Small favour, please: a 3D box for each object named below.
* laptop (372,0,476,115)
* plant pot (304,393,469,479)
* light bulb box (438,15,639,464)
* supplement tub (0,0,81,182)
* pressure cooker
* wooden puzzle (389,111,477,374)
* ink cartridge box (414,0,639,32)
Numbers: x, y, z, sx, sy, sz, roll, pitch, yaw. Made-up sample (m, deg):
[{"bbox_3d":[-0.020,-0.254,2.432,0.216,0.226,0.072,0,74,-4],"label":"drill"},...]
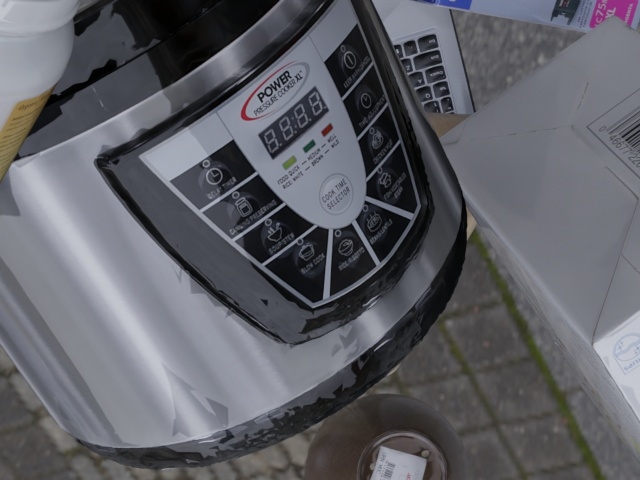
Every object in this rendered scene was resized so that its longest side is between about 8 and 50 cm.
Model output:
[{"bbox_3d":[-0.009,-0.169,1.914,0.382,0.236,0.408,-15,77,12],"label":"laptop"},{"bbox_3d":[0.089,0.288,1.831,0.215,0.230,0.215,0,81,-1],"label":"plant pot"},{"bbox_3d":[0.325,0.050,1.371,0.225,0.358,0.361,-35,126,3],"label":"light bulb box"},{"bbox_3d":[-0.218,-0.091,0.791,0.144,0.144,0.200,32,122,-9],"label":"supplement tub"},{"bbox_3d":[-0.130,-0.092,1.063,0.375,0.370,0.420,-21,118,14],"label":"pressure cooker"},{"bbox_3d":[0.000,0.000,1.558,0.322,0.080,0.348,0,131,-30],"label":"wooden puzzle"},{"bbox_3d":[0.168,-0.281,1.578,0.311,0.186,0.065,2,112,-29],"label":"ink cartridge box"}]
